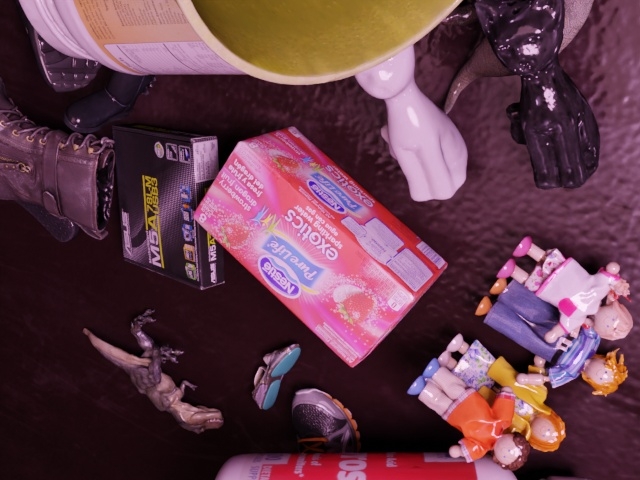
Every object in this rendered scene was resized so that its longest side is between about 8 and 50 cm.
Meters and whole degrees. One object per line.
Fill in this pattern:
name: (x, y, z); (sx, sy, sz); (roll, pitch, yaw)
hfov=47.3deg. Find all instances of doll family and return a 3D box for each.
doll family: (0.231, 0.128, 0.787); (0.163, 0.118, 0.263); (38, 100, 19)

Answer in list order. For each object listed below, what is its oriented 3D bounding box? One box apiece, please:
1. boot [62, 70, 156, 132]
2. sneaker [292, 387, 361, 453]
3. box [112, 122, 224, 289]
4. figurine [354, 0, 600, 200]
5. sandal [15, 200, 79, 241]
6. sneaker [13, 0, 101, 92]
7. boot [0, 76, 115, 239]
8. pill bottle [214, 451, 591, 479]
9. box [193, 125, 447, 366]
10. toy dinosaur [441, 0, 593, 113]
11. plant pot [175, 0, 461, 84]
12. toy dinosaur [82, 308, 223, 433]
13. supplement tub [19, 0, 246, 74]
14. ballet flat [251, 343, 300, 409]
boot: (-0.259, -0.190, 0.918); (0.045, 0.121, 0.099); (48, 126, 4)
sneaker: (0.007, 0.296, 0.949); (0.084, 0.083, 0.214); (-13, 97, 31)
box: (-0.197, -0.049, 0.940); (0.184, 0.045, 0.190); (15, 113, 40)
figurine: (0.137, -0.138, 0.686); (0.215, 0.092, 0.209); (-4, 144, 26)
sandal: (-0.420, -0.074, 1.079); (0.179, 0.040, 0.067); (48, 124, -5)
sneaker: (-0.357, -0.335, 0.948); (0.124, 0.107, 0.283); (5, 104, 40)
boot: (-0.375, -0.141, 0.971); (0.229, 0.091, 0.262); (12, 121, 15)
pill bottle: (0.092, 0.348, 0.792); (0.408, 0.229, 0.229); (-2, 105, 5)
box: (0.000, 0.000, 0.838); (0.257, 0.128, 0.122); (42, 118, 9)
toy dinosaur: (0.194, -0.241, 0.676); (0.160, 0.121, 0.313); (35, 115, 20)
plant pot: (-0.045, -0.301, 0.489); (0.293, 0.275, 0.274); (50, 122, 30)
toy dinosaur: (-0.248, 0.175, 1.055); (0.268, 0.064, 0.118); (35, 124, 17)
supplement tub: (-0.135, -0.289, 0.762); (0.316, 0.228, 0.228); (6, 108, 25)
ballet flat: (-0.065, 0.174, 0.975); (0.041, 0.041, 0.114); (33, 116, 14)
